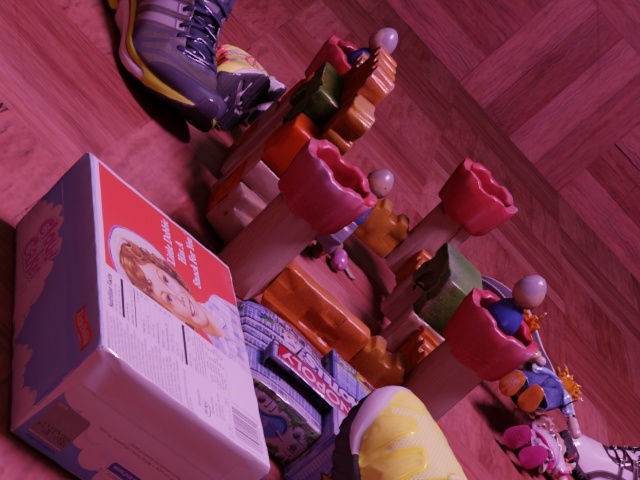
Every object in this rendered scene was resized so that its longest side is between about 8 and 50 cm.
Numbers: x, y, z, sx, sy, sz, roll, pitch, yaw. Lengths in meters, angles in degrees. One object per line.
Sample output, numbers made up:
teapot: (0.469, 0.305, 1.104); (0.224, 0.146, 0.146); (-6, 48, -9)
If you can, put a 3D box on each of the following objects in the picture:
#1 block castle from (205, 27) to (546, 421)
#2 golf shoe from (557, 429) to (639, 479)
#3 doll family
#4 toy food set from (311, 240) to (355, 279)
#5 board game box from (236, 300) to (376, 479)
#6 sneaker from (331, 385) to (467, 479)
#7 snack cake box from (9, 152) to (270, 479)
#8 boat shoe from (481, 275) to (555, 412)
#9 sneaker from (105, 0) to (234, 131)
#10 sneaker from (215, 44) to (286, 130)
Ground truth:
block castle: (0.073, -0.036, 1.705); (0.303, 0.213, 0.453); (42, 19, -12)
golf shoe: (0.379, 0.281, 2.084); (0.198, 0.094, 0.077); (39, 18, -28)
doll family: (0.242, 0.155, 1.953); (0.263, 0.118, 0.163); (53, 15, 17)
toy food set: (0.000, 0.000, 1.842); (0.122, 0.019, 0.078); (31, 22, -49)
board game box: (-0.006, 0.149, 1.363); (0.194, 0.060, 0.194); (45, 14, -16)
sneaker: (0.120, 0.263, 1.173); (0.145, 0.147, 0.384); (30, 33, -49)
snack cake box: (-0.131, 0.068, 1.150); (0.152, 0.089, 0.264); (39, 17, -26)
boat shoe: (0.239, 0.124, 2.116); (0.065, 0.075, 0.206); (29, 29, -60)
sneaker: (-0.150, -0.231, 1.792); (0.111, 0.121, 0.300); (36, 19, -39)
sneaker: (-0.108, -0.184, 1.904); (0.094, 0.081, 0.208); (45, 6, 5)
